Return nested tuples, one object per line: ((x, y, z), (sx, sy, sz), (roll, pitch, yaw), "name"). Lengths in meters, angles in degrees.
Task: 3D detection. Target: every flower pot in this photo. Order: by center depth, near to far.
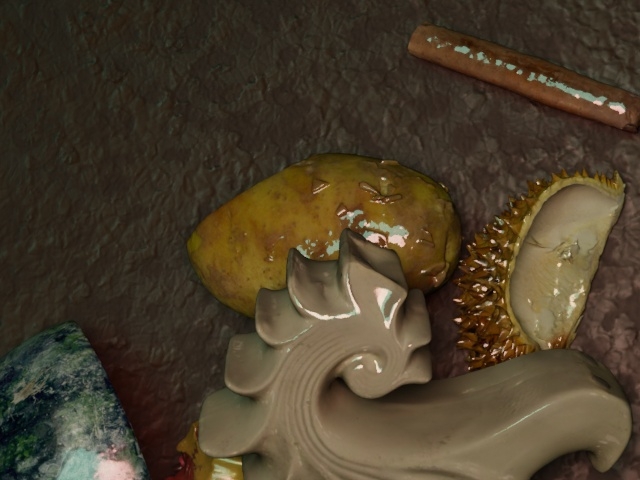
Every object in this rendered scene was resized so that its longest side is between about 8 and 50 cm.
((0.086, 0.168, 1.417), (0.367, 0.164, 0.254), (28, 105, -12), "flower pot")

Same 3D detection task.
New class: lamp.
((-0.072, 0.207, 1.552), (0.118, 0.118, 0.253), (38, 87, 20), "lamp")

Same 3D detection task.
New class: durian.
((0.214, 0.030, 1.514), (0.139, 0.144, 0.252), (19, 78, -3), "durian")

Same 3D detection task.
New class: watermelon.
((-0.275, 0.227, 1.570), (0.148, 0.226, 0.318), (-20, 42, -14), "watermelon")

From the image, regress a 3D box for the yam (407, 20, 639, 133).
((0.217, -0.171, 1.582), (0.264, 0.046, 0.046), (22, 85, 19), "yam")

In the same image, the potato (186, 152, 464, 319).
((0.000, 0.000, 1.558), (0.298, 0.141, 0.176), (-6, 66, 15), "potato")
